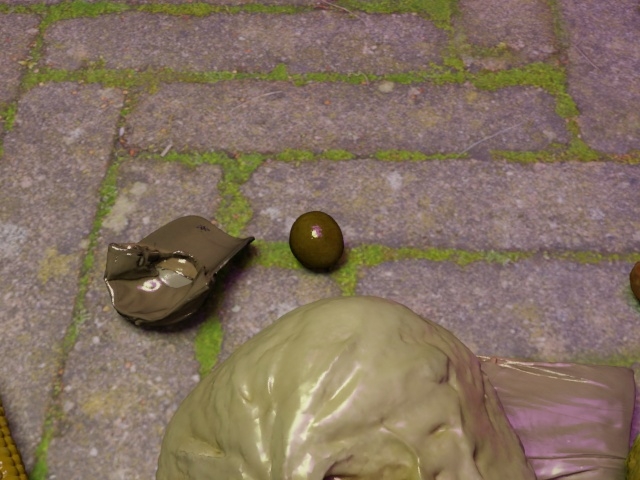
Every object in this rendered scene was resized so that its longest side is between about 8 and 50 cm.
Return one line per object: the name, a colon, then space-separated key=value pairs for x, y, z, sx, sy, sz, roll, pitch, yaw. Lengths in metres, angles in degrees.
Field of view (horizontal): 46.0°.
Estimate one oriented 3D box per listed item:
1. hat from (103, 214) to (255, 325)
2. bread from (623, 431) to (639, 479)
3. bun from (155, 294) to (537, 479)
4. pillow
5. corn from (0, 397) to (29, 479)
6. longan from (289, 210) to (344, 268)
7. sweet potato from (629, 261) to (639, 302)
hat: x=-0.154 y=0.040 z=0.908 sx=0.147 sy=0.085 sz=0.175 roll=22 pitch=33 yaw=29
bread: x=0.386 y=0.271 z=0.655 sx=0.257 sy=0.186 sz=0.124 roll=27 pitch=41 yaw=14
bun: x=0.016 y=0.222 z=0.644 sx=0.361 sy=0.213 sz=0.361 roll=-3 pitch=72 yaw=10
pillow: x=0.191 y=0.198 z=0.777 sx=0.270 sy=0.067 sz=0.173 roll=5 pitch=58 yaw=7
corn: x=-0.354 y=0.227 z=0.727 sx=0.130 sy=0.130 sz=0.347 roll=-28 pitch=59 yaw=-18
longan: x=0.000 y=0.000 z=0.931 sx=0.083 sy=0.075 sz=0.075 roll=12 pitch=39 yaw=-44
sweet potato: x=0.457 y=0.149 z=0.796 sx=0.095 sy=0.106 sz=0.355 roll=-43 pitch=41 yaw=13
